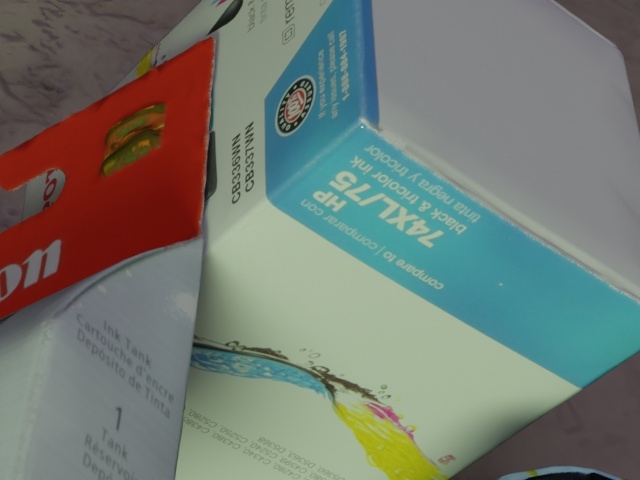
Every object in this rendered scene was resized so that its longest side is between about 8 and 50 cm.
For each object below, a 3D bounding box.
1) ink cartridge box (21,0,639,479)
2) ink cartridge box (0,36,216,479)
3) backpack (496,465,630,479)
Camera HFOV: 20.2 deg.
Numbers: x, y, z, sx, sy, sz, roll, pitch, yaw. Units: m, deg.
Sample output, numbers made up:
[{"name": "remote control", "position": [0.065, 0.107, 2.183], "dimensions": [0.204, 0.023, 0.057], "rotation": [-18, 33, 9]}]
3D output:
[{"name": "ink cartridge box", "position": [0.000, 0.000, 0.892], "dimensions": [0.197, 0.270, 0.198], "rotation": [30, 37, -28]}, {"name": "ink cartridge box", "position": [-0.197, 0.074, 0.758], "dimensions": [0.091, 0.308, 0.385], "rotation": [45, 31, -35]}, {"name": "backpack", "position": [0.103, 0.267, 0.741], "dimensions": [0.290, 0.273, 0.355], "rotation": [16, 65, -3]}]
